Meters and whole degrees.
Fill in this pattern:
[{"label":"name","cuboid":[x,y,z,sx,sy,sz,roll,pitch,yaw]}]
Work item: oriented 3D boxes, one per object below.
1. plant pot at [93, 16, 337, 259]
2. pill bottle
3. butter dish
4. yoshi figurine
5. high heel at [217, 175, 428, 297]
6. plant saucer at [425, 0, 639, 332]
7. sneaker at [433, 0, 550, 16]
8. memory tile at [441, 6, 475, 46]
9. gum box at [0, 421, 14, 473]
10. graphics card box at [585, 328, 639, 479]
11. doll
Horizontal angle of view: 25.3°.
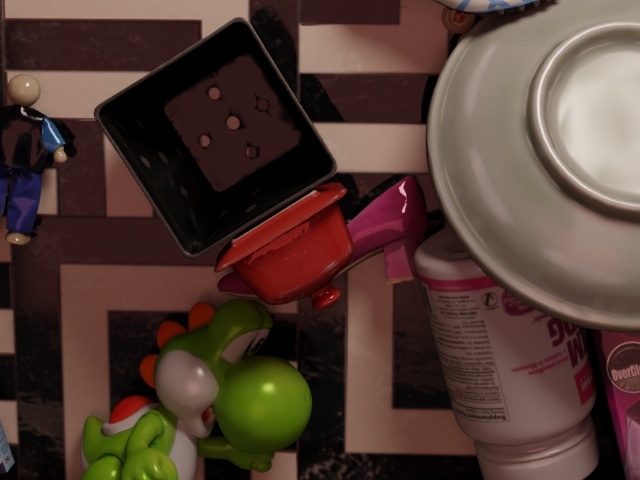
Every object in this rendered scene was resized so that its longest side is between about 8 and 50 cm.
[{"label":"plant pot","cuboid":[-0.104,-0.118,1.532,0.187,0.167,0.188,-31,99,8]},{"label":"pill bottle","cuboid":[0.211,0.124,1.561,0.160,0.160,0.283,-14,107,6]},{"label":"butter dish","cuboid":[-0.021,0.020,1.506,0.160,0.160,0.118,-32,97,1]},{"label":"yoshi figurine","cuboid":[-0.142,0.242,1.604,0.203,0.203,0.362,32,99,-20]},{"label":"high heel","cuboid":[0.000,0.000,1.598,0.244,0.082,0.117,-8,90,9]},{"label":"plant saucer","cuboid":[0.310,-0.110,1.451,0.400,0.100,0.401,1,69,-3]},{"label":"sneaker","cuboid":[0.140,-0.290,1.504,0.237,0.085,0.086,10,120,18]},{"label":"memory tile","cuboid":[0.209,-0.215,1.575,0.113,0.012,0.148,-27,99,8]},{"label":"gum box","cuboid":[-0.464,0.202,1.676,0.157,0.041,0.184,-16,99,6]},{"label":"graphics card box","cuboid":[0.411,0.112,1.555,0.232,0.094,0.371,-12,90,6]},{"label":"doll","cuboid":[-0.350,-0.095,1.609,0.129,0.046,0.189,13,102,-1]}]
